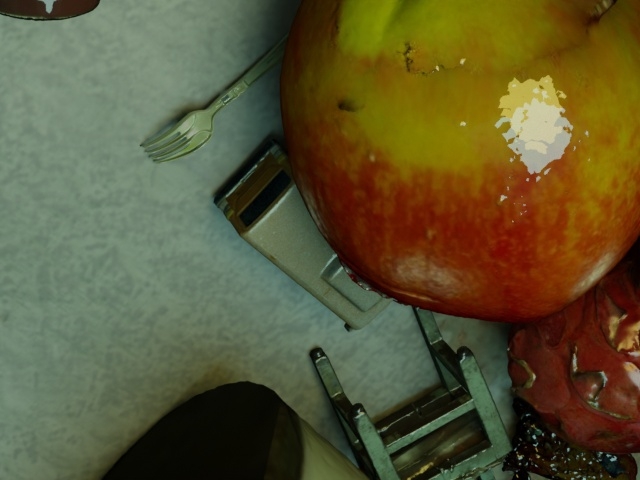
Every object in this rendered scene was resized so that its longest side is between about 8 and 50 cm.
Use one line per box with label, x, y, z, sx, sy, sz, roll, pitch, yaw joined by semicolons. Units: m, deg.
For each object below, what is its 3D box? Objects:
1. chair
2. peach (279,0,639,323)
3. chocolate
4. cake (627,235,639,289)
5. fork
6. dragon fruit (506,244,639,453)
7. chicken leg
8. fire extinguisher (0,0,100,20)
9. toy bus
chair;0.109;0.212;1.964;0.136;0.147;0.270;-27;120;-8
peach;0.136;-0.109;1.706;0.370;0.370;0.370;-9;118;-17
chocolate;-0.059;0.329;1.820;0.314;0.326;0.297;-38;109;28
cake;0.370;-0.055;1.717;0.151;0.177;0.283;15;132;-5
fork;-0.067;-0.140;1.787;0.219;0.028;0.034;-38;115;-1
dragon fruit;0.306;0.098;1.925;0.252;0.241;0.241;-35;125;23
chicken leg;0.272;0.236;2.088;0.234;0.063;0.105;31;105;-32
fire extinguisher;-0.206;-0.353;1.578;0.138;0.102;0.344;2;115;-6
toy bus;0.000;0.000;1.839;0.091;0.103;0.182;-46;122;5
